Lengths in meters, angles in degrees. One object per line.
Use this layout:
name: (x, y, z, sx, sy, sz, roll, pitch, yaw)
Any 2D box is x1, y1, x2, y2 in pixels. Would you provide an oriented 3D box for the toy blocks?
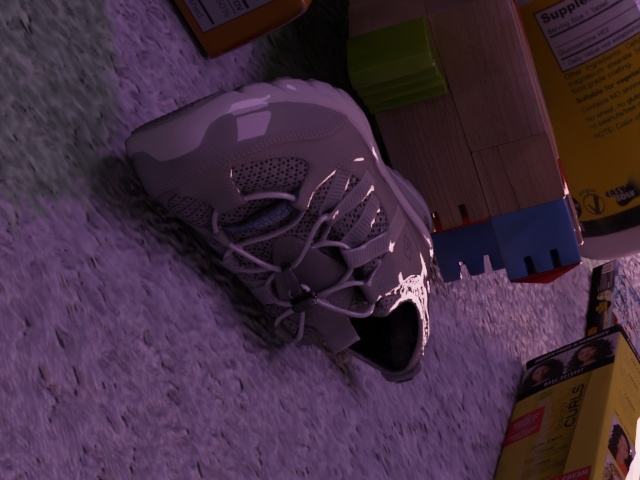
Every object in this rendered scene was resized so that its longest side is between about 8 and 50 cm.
toy blocks: (0.100, -0.097, 1.234, 0.381, 0.190, 0.261, -91, 163, -59)

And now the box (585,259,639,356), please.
box: (0.262, 0.090, 1.569, 0.094, 0.027, 0.137, 57, 25, -20)

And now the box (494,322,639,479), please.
box: (0.173, 0.146, 1.252, 0.058, 0.087, 0.232, 58, 26, -16)

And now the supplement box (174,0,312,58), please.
supplement box: (-0.084, -0.226, 1.038, 0.233, 0.080, 0.078, 60, 26, -22)

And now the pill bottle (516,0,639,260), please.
pill bottle: (0.218, -0.167, 1.503, 0.334, 0.188, 0.188, 61, 24, -14)

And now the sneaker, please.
sneaker: (0.000, 0.000, 0.979, 0.281, 0.105, 0.115, 29, 43, -56)
